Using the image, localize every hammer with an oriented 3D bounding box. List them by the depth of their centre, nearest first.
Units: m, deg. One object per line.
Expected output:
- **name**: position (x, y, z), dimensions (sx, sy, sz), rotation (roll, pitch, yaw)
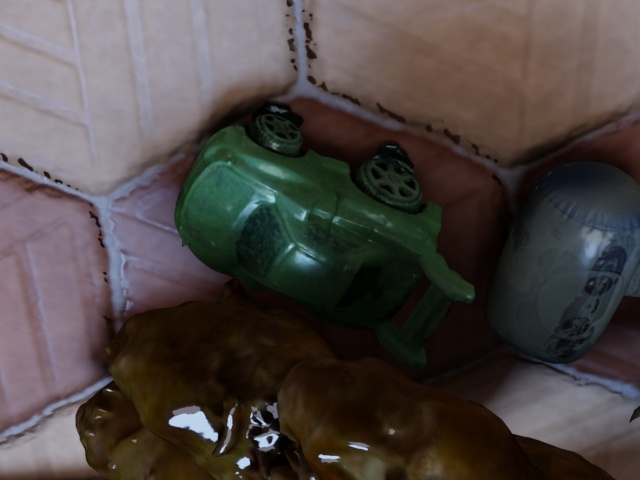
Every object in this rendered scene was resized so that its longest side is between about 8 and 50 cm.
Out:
- **hammer**: position (0.193, 0.017, 0.770), dimensions (0.194, 0.069, 0.116), rotation (5, 129, -15)

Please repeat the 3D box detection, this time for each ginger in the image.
- **ginger**: position (0.016, 0.142, 0.736), dimensions (0.358, 0.152, 0.274), rotation (14, 163, 45)

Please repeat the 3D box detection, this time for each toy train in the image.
- **toy train**: position (0.000, 0.000, 0.736), dimensions (0.149, 0.081, 0.099), rotation (20, 127, -17)

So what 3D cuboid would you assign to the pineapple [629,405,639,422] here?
- **pineapple**: position (0.358, 0.167, 0.700), dimensions (0.300, 0.352, 0.352), rotation (-20, 130, -12)
